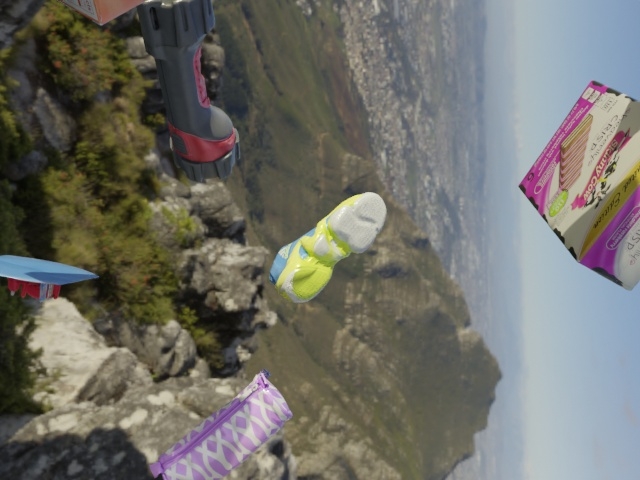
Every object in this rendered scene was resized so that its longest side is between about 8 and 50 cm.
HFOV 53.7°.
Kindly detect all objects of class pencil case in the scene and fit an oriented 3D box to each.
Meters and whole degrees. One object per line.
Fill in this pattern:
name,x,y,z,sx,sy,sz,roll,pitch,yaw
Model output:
pencil case,-0.136,0.281,0.911,0.206,0.086,0.088,-41,141,-8

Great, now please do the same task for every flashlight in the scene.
flashlight,-0.166,-0.210,0.840,0.304,0.103,0.103,95,-12,-53

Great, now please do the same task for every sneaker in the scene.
sneaker,0.000,0.000,1.071,0.240,0.126,0.091,-42,117,-21

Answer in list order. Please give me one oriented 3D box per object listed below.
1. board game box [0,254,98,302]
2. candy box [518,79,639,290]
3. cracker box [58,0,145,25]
board game box,-0.375,0.051,0.815,0.168,0.133,0.033,-17,119,-86
candy box,0.315,-0.072,0.689,0.159,0.071,0.233,-60,-169,21
cracker box,-0.213,-0.292,0.555,0.155,0.232,0.067,-44,156,-30
